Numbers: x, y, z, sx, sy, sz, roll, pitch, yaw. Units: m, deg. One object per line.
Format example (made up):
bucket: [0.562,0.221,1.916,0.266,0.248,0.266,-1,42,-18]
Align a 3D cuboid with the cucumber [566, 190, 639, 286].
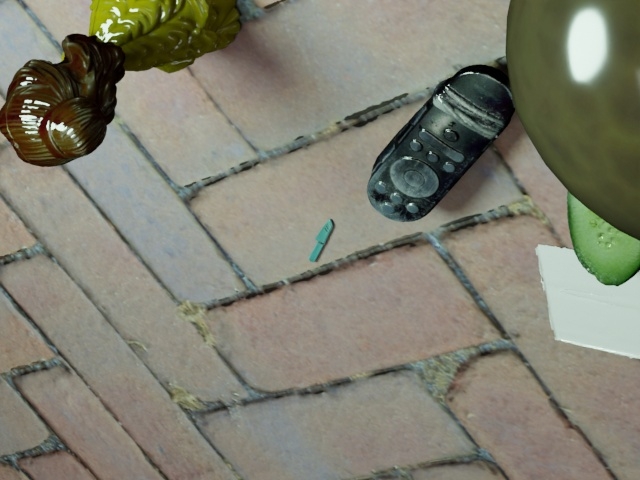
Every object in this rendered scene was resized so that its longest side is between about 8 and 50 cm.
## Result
cucumber: [0.314,-0.050,1.931,0.115,0.063,0.244,31,144,20]

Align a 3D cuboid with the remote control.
remote control: [0.135,-0.114,2.023,0.090,0.066,0.266,29,140,-10]

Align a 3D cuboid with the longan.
longan: [0.326,-0.180,1.572,0.404,0.336,0.404,162,90,-75]

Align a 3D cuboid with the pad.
pad: [0.354,0.079,2.084,0.232,0.004,0.156,10,136,31]

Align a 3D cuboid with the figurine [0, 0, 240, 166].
figurine: [-0.238,-0.198,2.015,0.168,0.315,0.187,22,140,20]

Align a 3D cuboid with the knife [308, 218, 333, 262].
knife: [0.000,0.000,2.289,0.014,0.005,0.091,33,143,3]
